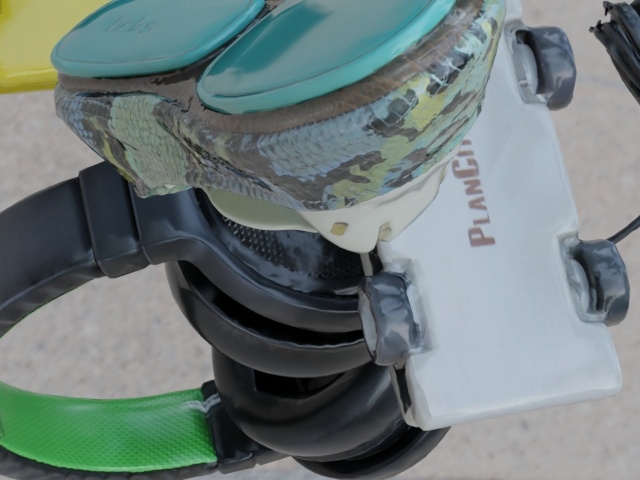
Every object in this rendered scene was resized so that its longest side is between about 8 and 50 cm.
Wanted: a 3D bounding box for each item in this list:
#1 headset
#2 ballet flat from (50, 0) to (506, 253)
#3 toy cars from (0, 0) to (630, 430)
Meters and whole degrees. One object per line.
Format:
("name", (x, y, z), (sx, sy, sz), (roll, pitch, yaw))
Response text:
("headset", (0.000, 0.000, 0.879), (0.394, 0.243, 0.185), (-15, 60, 2))
("ballet flat", (-0.004, -0.029, 0.424), (0.070, 0.188, 0.070), (-4, 99, -25))
("toy cars", (-0.029, -0.072, 0.739), (0.394, 0.087, 0.176), (38, 68, 9))
